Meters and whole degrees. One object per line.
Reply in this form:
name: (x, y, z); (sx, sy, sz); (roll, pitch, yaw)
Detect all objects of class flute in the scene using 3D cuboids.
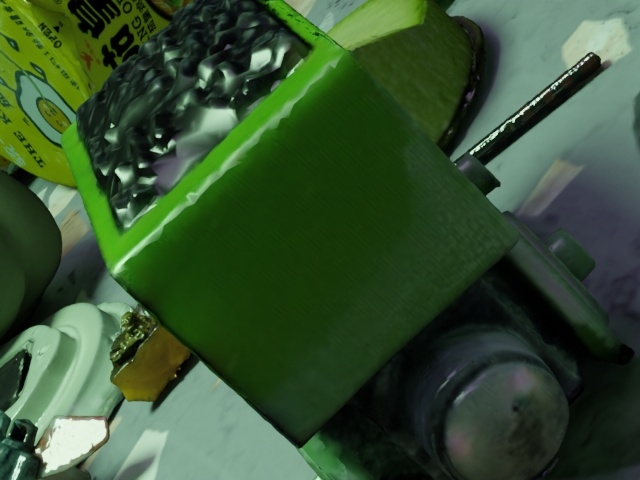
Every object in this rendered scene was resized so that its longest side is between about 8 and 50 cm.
flute: (0.069, -0.030, 0.992); (0.269, 0.014, 0.014); (-39, 25, 22)

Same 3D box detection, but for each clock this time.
clock: (-0.237, 0.133, 1.231); (0.236, 0.053, 0.236); (-40, 24, 22)

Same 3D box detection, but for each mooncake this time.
mooncake: (-0.332, 0.064, 1.345); (0.275, 0.135, 0.275); (-54, 5, 7)

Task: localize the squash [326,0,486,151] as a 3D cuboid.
squash: (0.001, -0.102, 1.094); (0.220, 0.133, 0.220); (-38, 20, 16)

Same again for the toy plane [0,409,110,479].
toy plane: (-0.259, 0.246, 1.030); (0.223, 0.104, 0.326); (13, 65, 32)

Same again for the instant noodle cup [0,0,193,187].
instant noodle cup: (-0.248, -0.249, 1.546); (0.254, 0.325, 0.326); (-49, 21, -26)

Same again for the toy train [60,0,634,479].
toy train: (0.000, 0.000, 0.775); (0.173, 0.249, 0.307); (-45, 23, 3)

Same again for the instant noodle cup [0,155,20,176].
instant noodle cup: (-0.453, -0.116, 1.746); (0.308, 0.294, 0.294); (-43, 23, -6)

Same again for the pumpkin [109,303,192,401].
pumpkin: (-0.119, 0.067, 1.123); (0.083, 0.054, 0.074); (-51, 18, 6)
